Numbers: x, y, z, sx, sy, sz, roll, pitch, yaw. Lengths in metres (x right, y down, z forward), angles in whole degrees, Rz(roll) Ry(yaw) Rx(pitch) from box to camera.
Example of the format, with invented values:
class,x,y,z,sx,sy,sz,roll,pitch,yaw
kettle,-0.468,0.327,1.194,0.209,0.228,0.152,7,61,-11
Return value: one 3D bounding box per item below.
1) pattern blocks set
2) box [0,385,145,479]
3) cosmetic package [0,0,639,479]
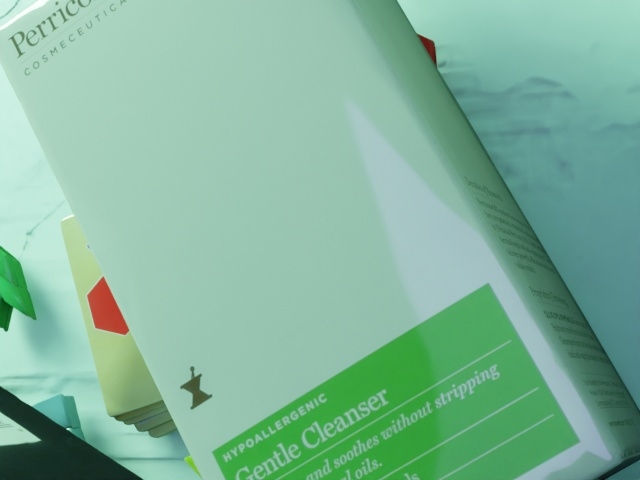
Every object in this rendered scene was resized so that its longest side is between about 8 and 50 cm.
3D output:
class,x,y,z,sx,sy,sz,roll,pitch,yaw
pattern blocks set,-0.064,0.023,0.868,0.325,0.026,0.285,-12,78,17
box,-0.324,0.255,0.810,0.293,0.212,0.395,28,97,20
cosmetic package,0.000,0.000,0.754,0.197,0.155,0.365,-34,74,14
